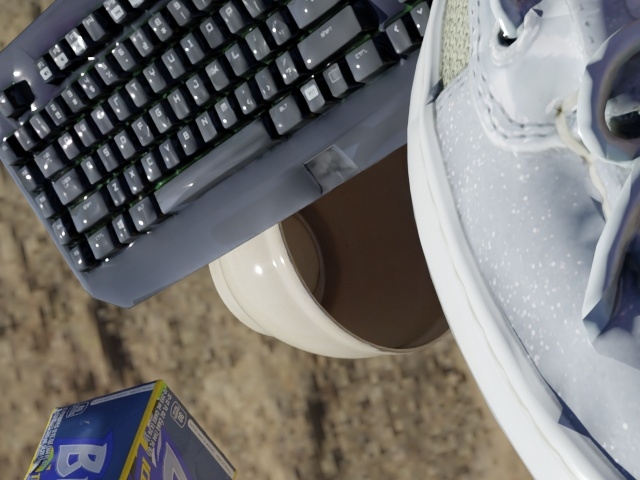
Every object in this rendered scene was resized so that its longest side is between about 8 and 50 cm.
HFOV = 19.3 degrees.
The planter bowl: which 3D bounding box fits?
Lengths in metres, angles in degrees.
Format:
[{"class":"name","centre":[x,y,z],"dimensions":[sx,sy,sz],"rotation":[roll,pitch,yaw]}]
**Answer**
[{"class":"planter bowl","centre":[0.000,0.000,1.139],"dimensions":[0.109,0.162,0.162],"rotation":[-21,82,45]}]

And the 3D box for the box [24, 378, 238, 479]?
[{"class":"box","centre":[-0.084,0.132,0.669],"dimensions":[0.054,0.169,0.059],"rotation":[-17,126,29]}]

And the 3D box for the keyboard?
[{"class":"keyboard","centre":[-0.044,-0.107,0.661],"dimensions":[0.317,0.033,0.201],"rotation":[-31,86,46]}]

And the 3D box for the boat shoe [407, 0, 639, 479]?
[{"class":"boat shoe","centre":[0.084,-0.074,0.379],"dimensions":[0.103,0.118,0.320],"rotation":[103,173,-52]}]
